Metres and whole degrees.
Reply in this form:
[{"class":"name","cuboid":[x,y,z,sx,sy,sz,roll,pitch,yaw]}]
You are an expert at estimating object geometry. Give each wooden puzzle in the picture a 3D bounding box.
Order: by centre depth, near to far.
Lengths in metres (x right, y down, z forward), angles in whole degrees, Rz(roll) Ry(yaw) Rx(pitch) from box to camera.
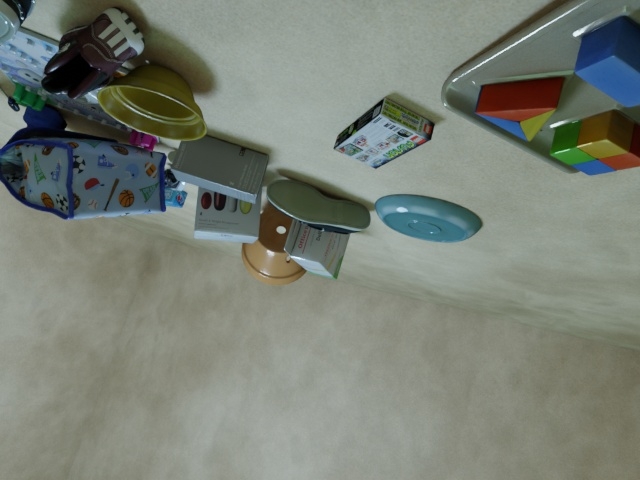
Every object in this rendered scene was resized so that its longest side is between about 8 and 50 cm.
[{"class":"wooden puzzle","cuboid":[0.378,-0.177,0.545,0.321,0.081,0.347,21,167,-18]}]

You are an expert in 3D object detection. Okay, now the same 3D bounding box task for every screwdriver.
[{"class":"screwdriver","cuboid":[-0.927,-0.430,1.254,0.025,0.024,0.170,-11,172,-25]}]

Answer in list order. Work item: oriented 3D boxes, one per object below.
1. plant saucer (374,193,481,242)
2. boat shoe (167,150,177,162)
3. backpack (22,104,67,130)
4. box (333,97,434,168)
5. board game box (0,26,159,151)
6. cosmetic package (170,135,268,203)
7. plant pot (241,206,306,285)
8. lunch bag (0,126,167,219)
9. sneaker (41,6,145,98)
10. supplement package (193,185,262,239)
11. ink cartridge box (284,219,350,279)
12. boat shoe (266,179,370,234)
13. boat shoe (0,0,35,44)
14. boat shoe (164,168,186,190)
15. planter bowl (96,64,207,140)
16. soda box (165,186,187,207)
[{"class":"plant saucer","cuboid":[0.312,-0.055,1.265,0.317,0.044,0.317,16,168,4]},{"class":"boat shoe","cuboid":[-0.411,-0.247,1.332,0.136,0.049,0.043,12,170,-3]},{"class":"backpack","cuboid":[-0.832,-0.353,1.275,0.097,0.101,0.120,14,165,-19]},{"class":"box","cuboid":[0.119,-0.206,0.850,0.114,0.036,0.207,20,167,-19]},{"class":"board game box","cuboid":[-0.618,-0.367,1.051,0.389,0.051,0.390,19,167,-13]},{"class":"cosmetic package","cuboid":[-0.275,-0.202,1.169,0.237,0.127,0.107,16,168,-8]},{"class":"plant pot","cuboid":[-0.160,0.001,1.639,0.290,0.291,0.204,16,150,-2]},{"class":"lunch bag","cuboid":[-0.719,-0.205,1.279,0.385,0.239,0.327,11,-170,29]},{"class":"sneaker","cuboid":[-0.446,-0.308,0.758,0.281,0.163,0.106,-6,135,43]},{"class":"supplement package","cuboid":[-0.293,-0.107,1.342,0.194,0.203,0.149,5,171,-17]},{"class":"ink cartridge box","cuboid":[0.000,0.000,1.510,0.119,0.207,0.353,13,168,18]},{"class":"boat shoe","cuboid":[-0.016,-0.092,1.322,0.339,0.127,0.113,10,158,-19]},{"class":"boat shoe","cuboid":[-0.608,-0.405,0.760,0.302,0.091,0.114,8,156,30]},{"class":"boat shoe","cuboid":[-0.528,-0.227,1.516,0.076,0.080,0.228,21,174,-29]},{"class":"planter bowl","cuboid":[-0.337,-0.298,0.880,0.216,0.091,0.217,8,168,2]},{"class":"soda box","cuboid":[-0.684,-0.195,1.846,0.209,0.071,0.067,9,165,31]}]
